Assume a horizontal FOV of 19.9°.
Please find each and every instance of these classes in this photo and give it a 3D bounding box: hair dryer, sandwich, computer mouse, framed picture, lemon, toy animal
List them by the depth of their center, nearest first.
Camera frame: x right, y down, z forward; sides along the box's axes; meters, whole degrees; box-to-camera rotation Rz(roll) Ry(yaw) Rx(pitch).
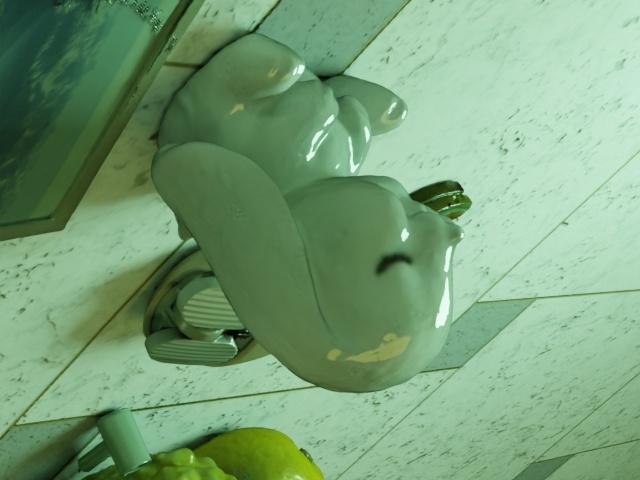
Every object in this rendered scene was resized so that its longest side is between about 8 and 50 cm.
[{"bbox_3d":[-0.215,-0.097,1.249,0.247,0.022,0.335,-12,150,-43],"label":"framed picture"},{"bbox_3d":[0.000,0.000,1.426,0.206,0.265,0.271,-38,160,17],"label":"toy animal"},{"bbox_3d":[-0.056,0.054,1.711,0.236,0.082,0.145,-12,151,-45],"label":"computer mouse"},{"bbox_3d":[0.087,-0.015,1.829,0.135,0.029,0.067,-34,158,3],"label":"sandwich"},{"bbox_3d":[-0.222,0.222,1.881,0.038,0.063,0.124,-16,165,-41],"label":"hair dryer"},{"bbox_3d":[-0.093,0.300,2.073,0.207,0.170,0.170,-27,158,-15],"label":"lemon"}]

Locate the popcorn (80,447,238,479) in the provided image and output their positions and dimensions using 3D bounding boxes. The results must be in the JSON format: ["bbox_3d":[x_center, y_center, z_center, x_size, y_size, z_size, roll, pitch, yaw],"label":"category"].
[{"bbox_3d":[-0.193,0.348,1.917,0.286,0.225,0.174,-57,-177,18],"label":"popcorn"}]
